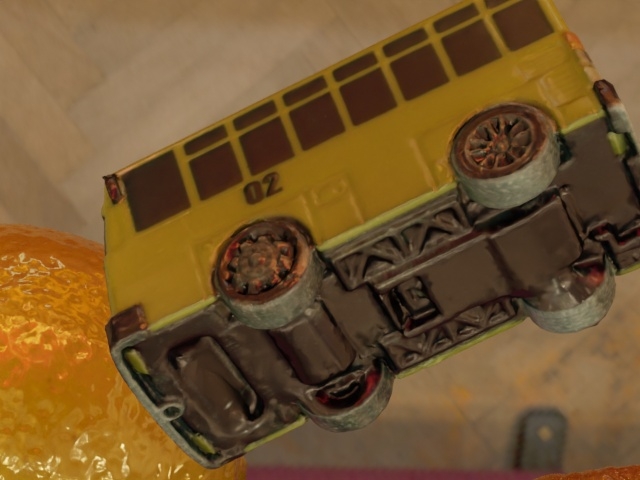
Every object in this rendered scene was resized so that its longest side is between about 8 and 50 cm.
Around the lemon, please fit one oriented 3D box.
[{"bbox_3d":[-0.225,0.148,1.349,0.336,0.336,0.336,-6,113,-14],"label":"lemon"}]

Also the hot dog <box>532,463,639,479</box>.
[{"bbox_3d":[0.329,0.272,1.811,0.286,0.088,0.061,-16,150,20],"label":"hot dog"}]

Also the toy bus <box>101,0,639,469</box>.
[{"bbox_3d":[0.024,-0.009,0.846,0.262,0.150,0.128,-25,136,6],"label":"toy bus"}]
